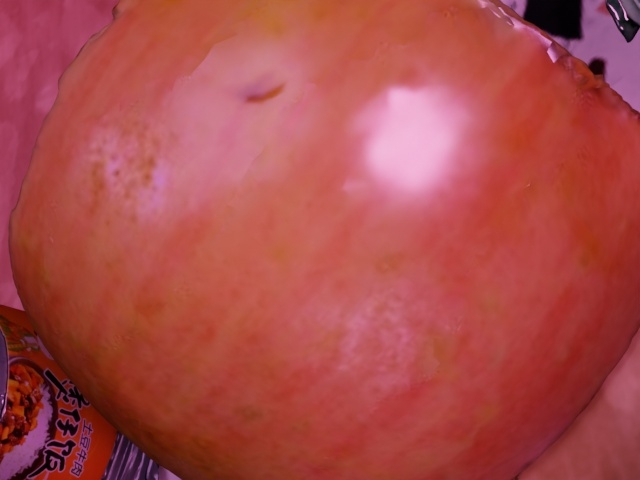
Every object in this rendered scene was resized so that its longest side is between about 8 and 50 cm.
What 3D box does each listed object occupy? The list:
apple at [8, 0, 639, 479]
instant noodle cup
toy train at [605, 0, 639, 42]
[{"bbox_3d":[0.000,0.000,0.899,0.309,0.314,0.252,-53,3,2],"label":"apple"},{"bbox_3d":[-0.205,0.112,1.063,0.208,0.125,0.177,9,77,43],"label":"instant noodle cup"},{"bbox_3d":[0.229,-0.086,0.720,0.154,0.115,0.269,-28,81,51],"label":"toy train"}]
